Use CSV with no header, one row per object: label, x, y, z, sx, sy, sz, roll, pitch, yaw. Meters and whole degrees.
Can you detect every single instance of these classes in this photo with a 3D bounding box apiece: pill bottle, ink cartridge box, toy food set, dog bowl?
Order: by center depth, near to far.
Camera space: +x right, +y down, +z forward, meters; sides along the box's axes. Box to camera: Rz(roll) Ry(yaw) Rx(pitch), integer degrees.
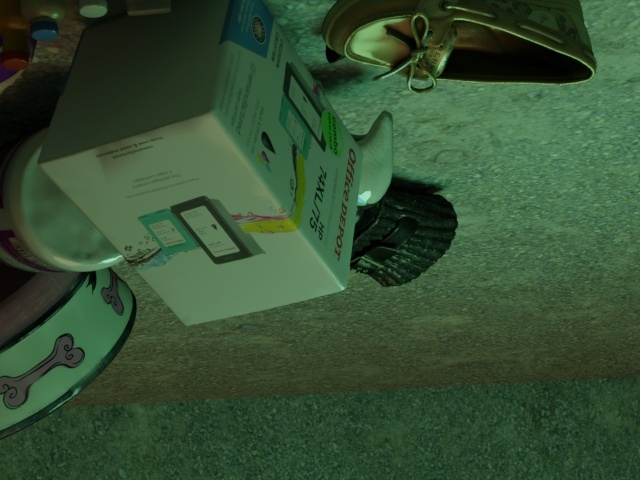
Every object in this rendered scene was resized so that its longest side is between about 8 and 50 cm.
toy food set,-0.180,-0.222,1.167,0.232,0.104,0.111,-5,164,-1
ink cartridge box,-0.107,-0.082,1.333,0.197,0.198,0.270,-14,136,24
pill bottle,-0.316,-0.046,1.564,0.169,0.169,0.301,3,178,-27
dog bowl,-0.462,0.104,1.780,0.408,0.408,0.150,-11,120,19

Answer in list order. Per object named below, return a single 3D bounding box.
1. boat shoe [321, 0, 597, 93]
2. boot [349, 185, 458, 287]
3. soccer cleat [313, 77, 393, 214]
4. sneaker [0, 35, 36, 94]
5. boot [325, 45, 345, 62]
boat shoe,0.144,-0.202,1.325,0.285,0.089,0.104,-4,146,-17
boot,0.001,0.004,1.948,0.348,0.131,0.260,-18,159,35
soccer cleat,-0.073,-0.133,1.538,0.331,0.143,0.116,15,-164,0
sneaker,-0.414,-0.188,1.218,0.293,0.102,0.146,-4,163,-3
boot,0.074,-0.214,1.403,0.114,0.037,0.106,0,162,-30
